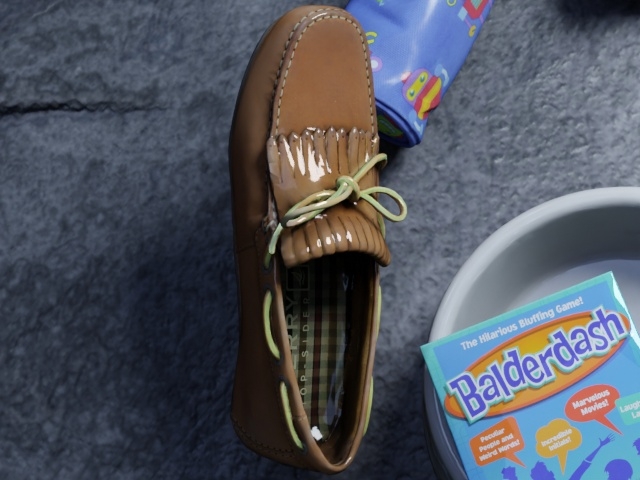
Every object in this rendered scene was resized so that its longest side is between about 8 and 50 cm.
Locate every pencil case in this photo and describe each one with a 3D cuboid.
[{"bbox_3d":[0.097,-0.232,1.305,0.133,0.119,0.306,18,75,49],"label":"pencil case"}]

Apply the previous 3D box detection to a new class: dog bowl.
[{"bbox_3d":[0.241,0.115,1.143,0.349,0.102,0.349,-5,69,14],"label":"dog bowl"}]

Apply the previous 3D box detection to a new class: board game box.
[{"bbox_3d":[0.184,0.148,1.065,0.160,0.047,0.210,-23,65,8],"label":"board game box"}]

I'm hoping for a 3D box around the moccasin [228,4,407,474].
[{"bbox_3d":[-0.003,0.000,1.165,0.147,0.139,0.380,9,92,56],"label":"moccasin"}]
